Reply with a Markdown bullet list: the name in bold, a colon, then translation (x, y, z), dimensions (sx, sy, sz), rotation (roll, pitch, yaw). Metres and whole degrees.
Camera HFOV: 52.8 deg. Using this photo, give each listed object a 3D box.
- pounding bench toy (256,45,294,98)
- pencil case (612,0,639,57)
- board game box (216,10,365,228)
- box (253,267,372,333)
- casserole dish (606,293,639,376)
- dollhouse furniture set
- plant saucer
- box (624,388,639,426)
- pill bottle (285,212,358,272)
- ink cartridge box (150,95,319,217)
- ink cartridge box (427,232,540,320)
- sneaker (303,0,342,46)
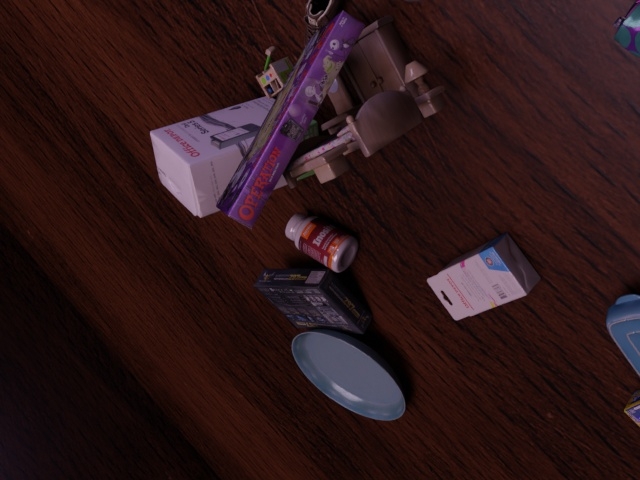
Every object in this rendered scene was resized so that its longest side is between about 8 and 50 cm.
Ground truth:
- **pounding bench toy**: translation (-0.094, -0.335, 1.278), dimensions (0.065, 0.052, 0.083), rotation (-20, 104, 51)
- **pencil case**: translation (0.442, -0.242, 0.799), dimensions (0.152, 0.064, 0.070), rotation (40, 156, 15)
- **board game box**: translation (-0.058, -0.188, 1.037), dimensions (0.056, 0.346, 0.208), rotation (30, 178, -20)
- **box**: translation (-0.019, 0.141, 1.513), dimensions (0.233, 0.059, 0.183), rotation (-3, 138, 47)
- **casserole dish**: translation (0.521, 0.168, 1.002), dimensions (0.188, 0.037, 0.114), rotation (53, 147, -4)
- **dollhouse furniture set**: translation (0.002, -0.209, 1.036), dimensions (0.303, 0.356, 0.173), rotation (-17, 105, 51)
- **plant saucer**: translation (0.072, 0.321, 1.576), dimensions (0.318, 0.043, 0.317), rotation (24, 144, 20)
- **box**: translation (0.599, 0.322, 1.078), dimensions (0.169, 0.054, 0.059), rotation (46, 141, 10)
- **pill bottle**: translation (0.000, 0.000, 1.411), dimensions (0.152, 0.086, 0.086), rotation (30, 136, 26)
- **ink cartridge box**: translation (-0.165, -0.172, 1.261), dimensions (0.198, 0.273, 0.114), rotation (38, 142, 46)
- **ink cartridge box**: translation (0.295, 0.071, 1.187), dimensions (0.104, 0.062, 0.181), rotation (54, 141, -1)
- **sneaker**: translation (-0.006, -0.391, 1.131), dimensions (0.066, 0.071, 0.188), rotation (38, 139, 18)
